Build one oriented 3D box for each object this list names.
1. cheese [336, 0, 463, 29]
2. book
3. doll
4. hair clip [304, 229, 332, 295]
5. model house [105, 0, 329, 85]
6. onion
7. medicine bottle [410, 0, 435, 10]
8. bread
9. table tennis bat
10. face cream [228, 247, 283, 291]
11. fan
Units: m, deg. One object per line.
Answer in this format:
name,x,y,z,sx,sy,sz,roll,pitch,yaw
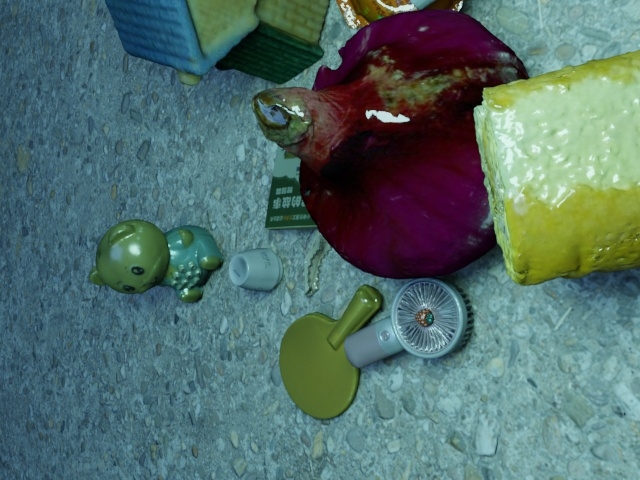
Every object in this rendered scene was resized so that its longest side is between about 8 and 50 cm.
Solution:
cheese,0.173,-0.436,1.049,0.329,0.129,0.217,-24,103,21
book,-0.016,-0.152,1.296,0.201,0.027,0.265,-1,77,45
doll,-0.372,0.039,1.518,0.177,0.260,0.162,-53,53,31
hair clip,0.000,0.000,1.306,0.072,0.034,0.226,41,118,42
model house,-0.194,-0.459,1.269,0.334,0.382,0.343,26,105,43
onion,0.093,-0.142,0.949,0.398,0.420,0.399,-4,83,36
medicine bottle,0.271,-0.436,0.923,0.351,0.110,0.110,-32,66,21
bread,0.375,-0.090,0.744,0.375,0.165,0.237,-13,86,8
table tennis bat,0.019,0.203,1.272,0.198,0.050,0.321,53,127,28
face cream,-0.132,0.060,1.393,0.091,0.095,0.091,-2,86,44
fan,0.138,0.148,1.117,0.244,0.074,0.130,-32,69,32
